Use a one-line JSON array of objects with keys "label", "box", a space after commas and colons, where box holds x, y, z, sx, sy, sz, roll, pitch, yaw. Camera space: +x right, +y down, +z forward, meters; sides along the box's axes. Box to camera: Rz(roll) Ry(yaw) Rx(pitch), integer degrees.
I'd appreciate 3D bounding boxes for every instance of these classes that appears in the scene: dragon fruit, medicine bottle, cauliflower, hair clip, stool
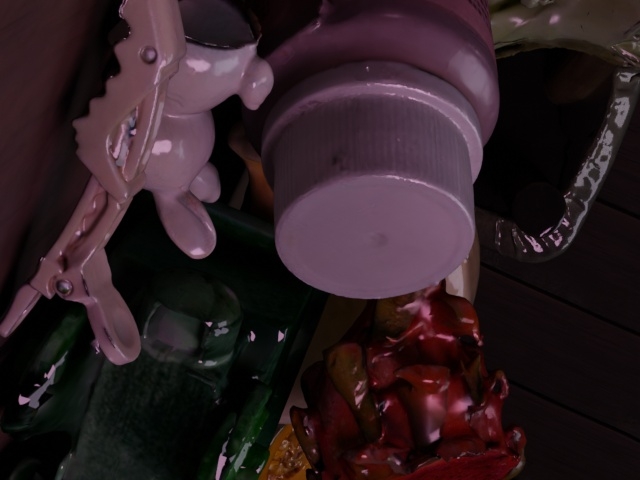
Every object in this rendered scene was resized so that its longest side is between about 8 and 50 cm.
[{"label": "dragon fruit", "box": [0.050, 0.087, 0.757, 0.133, 0.150, 0.208, -16, 107, -30]}, {"label": "medicine bottle", "box": [0.026, -0.095, 0.706, 0.147, 0.147, 0.247, 106, -13, -51]}, {"label": "cauliflower", "box": [0.188, -0.268, 1.181, 0.260, 0.281, 0.327, 18, 93, -56]}, {"label": "hair clip", "box": [-0.089, -0.042, 0.585, 0.034, 0.072, 0.226, -58, 169, -69]}, {"label": "stool", "box": [0.192, -0.164, 1.441, 0.226, 0.310, 0.310, 40, 73, -79]}]

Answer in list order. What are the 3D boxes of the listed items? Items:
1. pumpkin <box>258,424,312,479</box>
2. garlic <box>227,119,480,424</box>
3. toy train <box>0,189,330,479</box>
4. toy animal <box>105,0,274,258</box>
[{"label": "pumpkin", "box": [-0.025, 0.148, 1.296, 0.317, 0.139, 0.222, -52, 158, -29]}, {"label": "garlic", "box": [-0.002, -0.023, 0.932, 0.249, 0.286, 0.313, -20, 146, -22]}, {"label": "toy train", "box": [-0.102, 0.116, 0.749, 0.202, 0.145, 0.266, -61, 173, -63]}, {"label": "toy animal", "box": [-0.074, -0.064, 0.642, 0.071, 0.085, 0.124, -88, -160, -56]}]
